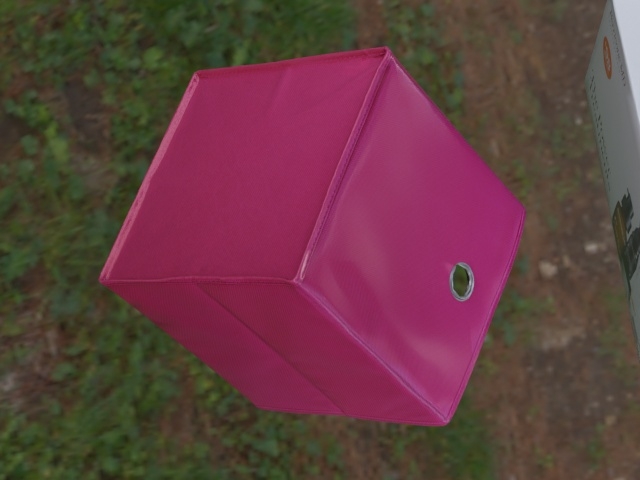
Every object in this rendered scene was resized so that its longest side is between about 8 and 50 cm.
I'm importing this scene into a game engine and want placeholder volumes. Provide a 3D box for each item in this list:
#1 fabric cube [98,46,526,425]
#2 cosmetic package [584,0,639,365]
[{"bbox_3d":[0.000,0.000,1.480,0.258,0.259,0.254,45,58,-39],"label":"fabric cube"},{"bbox_3d":[0.368,-0.051,1.641,0.098,0.284,0.377,-8,75,0],"label":"cosmetic package"}]
